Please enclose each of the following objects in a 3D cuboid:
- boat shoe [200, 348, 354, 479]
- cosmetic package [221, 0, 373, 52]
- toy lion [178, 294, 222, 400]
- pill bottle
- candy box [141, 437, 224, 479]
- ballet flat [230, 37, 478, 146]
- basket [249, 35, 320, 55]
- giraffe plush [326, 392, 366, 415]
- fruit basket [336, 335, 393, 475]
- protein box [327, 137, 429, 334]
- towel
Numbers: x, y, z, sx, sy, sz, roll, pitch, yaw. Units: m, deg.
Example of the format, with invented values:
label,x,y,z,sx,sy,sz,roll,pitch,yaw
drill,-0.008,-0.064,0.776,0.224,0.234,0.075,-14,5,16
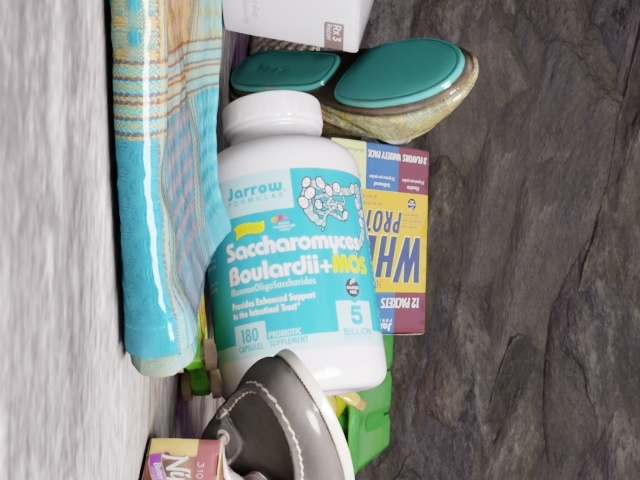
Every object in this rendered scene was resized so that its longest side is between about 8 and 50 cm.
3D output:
label,x,y,z,sx,sy,sz,roll,pitch,yaw
boat shoe,-0.051,0.191,0.667,0.112,0.096,0.335,53,-23,20
cosmetic package,0.016,-0.412,0.921,0.217,0.156,0.385,92,14,-55
toy lion,-0.099,0.067,0.685,0.100,0.034,0.096,93,-9,-59
pill bottle,-0.030,0.006,0.768,0.146,0.146,0.264,94,-12,-77
candy box,-0.090,0.234,0.574,0.109,0.053,0.186,-90,-177,-55
ballet flat,0.042,-0.151,0.944,0.349,0.123,0.123,10,-78,45
basket,-0.051,-0.267,1.327,0.167,0.113,0.103,-90,180,-56
giraffe plush,-0.045,0.224,1.197,0.170,0.181,0.210,-119,-134,-66
fruit basket,-0.036,0.231,1.478,0.392,0.283,0.392,-4,96,-47
protein box,0.000,0.000,0.956,0.201,0.136,0.199,0,-93,53
towel,-0.085,-0.137,0.531,0.271,0.040,0.370,-92,-176,-72
